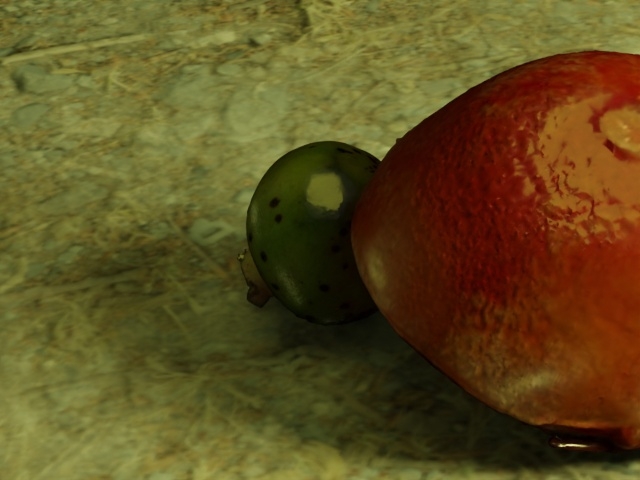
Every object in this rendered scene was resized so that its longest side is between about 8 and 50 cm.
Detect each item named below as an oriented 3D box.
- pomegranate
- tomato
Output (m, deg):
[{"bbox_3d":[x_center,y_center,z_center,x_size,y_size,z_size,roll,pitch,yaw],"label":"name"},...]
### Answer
[{"bbox_3d":[0.007,-0.003,1.239,0.130,0.130,0.130,-5,31,3],"label":"pomegranate"},{"bbox_3d":[0.183,-0.026,1.120,0.309,0.170,0.309,12,41,-11],"label":"tomato"}]
